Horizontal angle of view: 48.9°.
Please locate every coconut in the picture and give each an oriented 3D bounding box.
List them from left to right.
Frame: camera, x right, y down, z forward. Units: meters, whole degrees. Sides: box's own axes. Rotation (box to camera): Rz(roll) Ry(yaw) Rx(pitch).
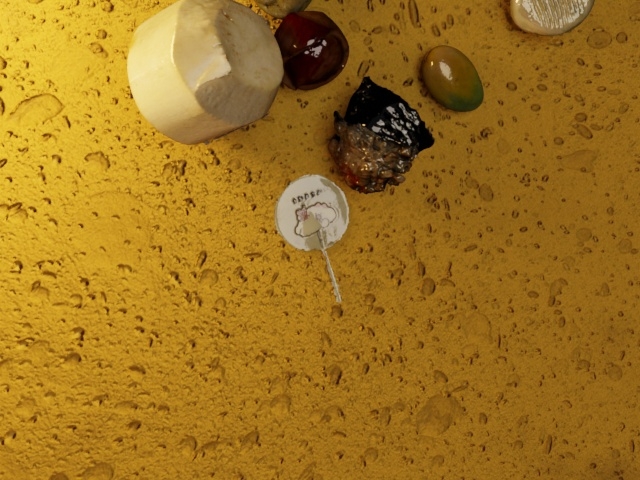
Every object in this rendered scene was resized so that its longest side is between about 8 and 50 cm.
[{"bbox_3d":[-0.249,-0.351,1.474,0.323,0.323,0.322,-2,97,-16],"label":"coconut"}]

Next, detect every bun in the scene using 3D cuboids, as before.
[{"bbox_3d":[0.583,-0.622,1.773,0.237,0.116,0.210,-38,102,8],"label":"bun"}]

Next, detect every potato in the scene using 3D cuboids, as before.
[{"bbox_3d":[-0.076,-0.604,1.575,0.157,0.157,0.194,21,75,-18],"label":"potato"}]

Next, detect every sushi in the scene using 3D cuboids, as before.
[{"bbox_3d":[0.118,-0.226,1.627,0.225,0.238,0.218,41,88,-1],"label":"sushi"}]

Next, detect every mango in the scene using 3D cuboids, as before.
[{"bbox_3d":[0.330,-0.396,1.744,0.195,0.092,0.130,31,85,-26],"label":"mango"}]

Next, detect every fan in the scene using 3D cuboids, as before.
[{"bbox_3d":[0.000,0.000,1.729,0.191,0.009,0.329,-21,99,-14],"label":"fan"}]

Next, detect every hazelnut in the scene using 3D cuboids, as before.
[{"bbox_3d":[-0.018,-0.424,1.584,0.202,0.170,0.160,28,50,-47],"label":"hazelnut"}]
